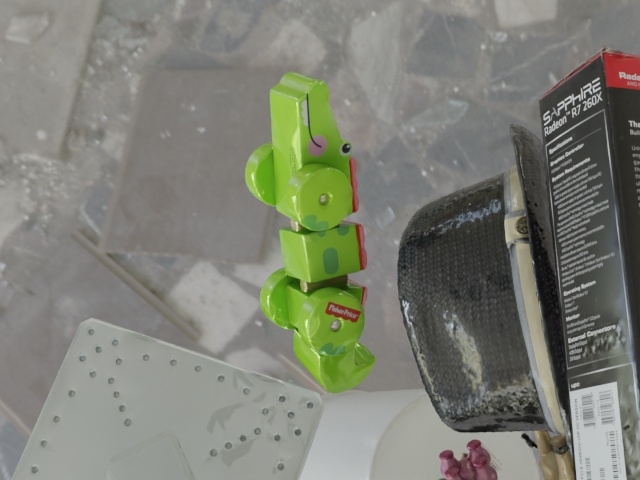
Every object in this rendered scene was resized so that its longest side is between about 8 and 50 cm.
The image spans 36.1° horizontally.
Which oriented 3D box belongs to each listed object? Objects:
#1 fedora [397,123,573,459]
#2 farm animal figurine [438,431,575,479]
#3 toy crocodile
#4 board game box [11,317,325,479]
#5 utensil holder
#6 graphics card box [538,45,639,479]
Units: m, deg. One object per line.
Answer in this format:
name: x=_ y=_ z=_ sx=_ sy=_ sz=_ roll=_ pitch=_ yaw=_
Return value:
fedora: x=0.165 y=0.063 z=0.928 sx=0.153 sy=0.334 sz=0.334 roll=-12 pitch=68 yaw=18
farm animal figurine: x=0.224 y=0.314 z=0.920 sx=0.330 sy=0.172 sz=0.327 roll=-32 pitch=17 yaw=-31
toy crocodile: x=0.000 y=0.000 z=0.993 sx=0.115 sy=0.105 sz=0.340 roll=24 pitch=123 yaw=58
board game box: x=-0.235 y=0.348 z=1.400 sx=0.390 sy=0.050 sz=0.389 roll=17 pitch=72 yaw=11
utensil holder: x=0.128 y=0.408 z=1.637 sx=0.328 sy=0.385 sz=0.327 roll=5 pitch=78 yaw=-22
graphics card box: x=0.293 y=0.058 z=0.717 sx=0.233 sy=0.094 sz=0.370 roll=4 pitch=72 yaw=-22
